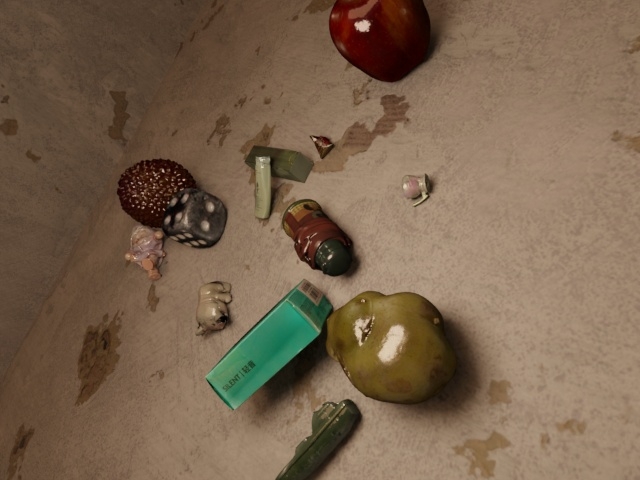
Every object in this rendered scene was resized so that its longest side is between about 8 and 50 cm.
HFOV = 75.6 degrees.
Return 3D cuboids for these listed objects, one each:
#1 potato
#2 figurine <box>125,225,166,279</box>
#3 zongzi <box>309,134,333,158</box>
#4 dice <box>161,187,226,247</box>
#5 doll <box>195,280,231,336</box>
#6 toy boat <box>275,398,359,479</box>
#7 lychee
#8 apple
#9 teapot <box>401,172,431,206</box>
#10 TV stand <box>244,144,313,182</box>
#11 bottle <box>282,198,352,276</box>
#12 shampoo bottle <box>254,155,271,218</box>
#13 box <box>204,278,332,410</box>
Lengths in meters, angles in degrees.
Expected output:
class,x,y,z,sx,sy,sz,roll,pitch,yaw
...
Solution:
class,x,y,z,sx,sy,sz,roll,pitch,yaw
potato,0.128,0.214,0.876,0.351,0.202,0.218,-3,76,55
figurine,-0.754,0.046,1.808,0.200,0.133,0.276,-35,51,6
zongzi,-0.004,-0.329,1.385,0.067,0.073,0.083,-49,39,36
dice,-0.487,-0.082,1.600,0.182,0.181,0.183,-10,61,40
doll,-0.359,0.222,1.376,0.149,0.095,0.192,-33,46,21
toy boat,-0.018,0.461,0.941,0.085,0.078,0.260,42,96,29
lychee,-0.692,-0.201,1.754,0.330,0.306,0.306,-29,49,15
apple,0.177,-0.634,1.220,0.288,0.317,0.288,-18,59,33
teapot,0.249,-0.132,1.061,0.064,0.064,0.083,-10,93,30
TV stand,-0.151,-0.275,1.473,0.269,0.088,0.083,20,80,44
bottle,0.000,0.000,1.151,0.156,0.143,0.271,-19,39,-17
shampoo bottle,-0.200,-0.184,1.423,0.072,0.049,0.213,19,112,50
box,-0.125,0.255,1.052,0.118,0.205,0.311,46,104,2
